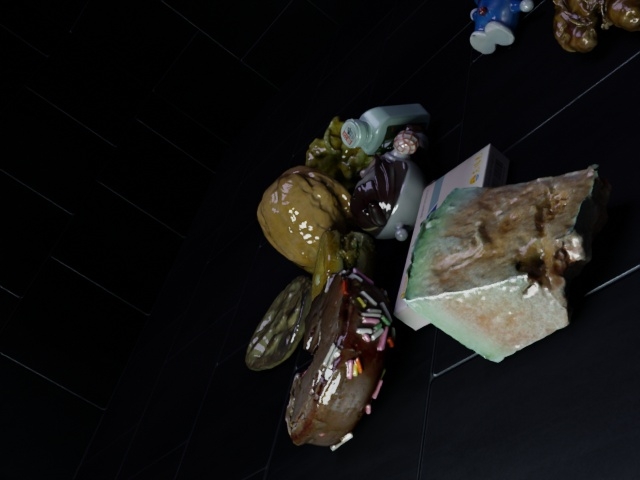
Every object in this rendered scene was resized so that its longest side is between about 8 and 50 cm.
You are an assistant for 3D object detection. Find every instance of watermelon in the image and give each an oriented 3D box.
[{"bbox_3d":[0.299,0.038,1.228,0.302,0.151,0.264,-8,44,42],"label":"watermelon"}]

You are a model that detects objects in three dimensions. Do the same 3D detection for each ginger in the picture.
[{"bbox_3d":[0.553,-0.497,1.471,0.274,0.152,0.357,-62,18,-18],"label":"ginger"}]

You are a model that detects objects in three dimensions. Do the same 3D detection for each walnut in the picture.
[{"bbox_3d":[-0.027,-0.048,1.907,0.257,0.257,0.224,-47,5,23],"label":"walnut"}]

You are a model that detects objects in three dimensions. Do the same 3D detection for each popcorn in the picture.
[{"bbox_3d":[0.069,-0.209,2.076,0.189,0.218,0.169,108,149,-50],"label":"popcorn"}]

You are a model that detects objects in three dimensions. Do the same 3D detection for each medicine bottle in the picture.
[{"bbox_3d":[0.156,-0.271,1.953,0.083,0.229,0.121,55,137,29],"label":"medicine bottle"}]

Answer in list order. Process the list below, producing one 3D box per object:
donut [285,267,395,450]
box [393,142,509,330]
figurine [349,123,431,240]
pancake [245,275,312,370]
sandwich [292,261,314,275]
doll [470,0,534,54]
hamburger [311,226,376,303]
[{"bbox_3d":[0.046,0.197,1.488,0.345,0.136,0.259,-84,20,-53],"label":"donut"},{"bbox_3d":[0.252,-0.011,1.508,0.200,0.065,0.343,-36,26,45],"label":"box"},{"bbox_3d":[0.172,-0.133,1.789,0.281,0.167,0.370,-64,0,39],"label":"figurine"},{"bbox_3d":[-0.091,0.207,2.012,0.294,0.049,0.294,-51,17,22],"label":"pancake"},{"bbox_3d":[0.000,0.000,2.119,0.186,0.065,0.215,-57,19,-5],"label":"sandwich"},{"bbox_3d":[0.444,-0.584,1.933,0.215,0.161,0.256,-1,71,52],"label":"doll"},{"bbox_3d":[0.046,0.083,1.744,0.189,0.122,0.215,-143,63,-76],"label":"hamburger"}]
